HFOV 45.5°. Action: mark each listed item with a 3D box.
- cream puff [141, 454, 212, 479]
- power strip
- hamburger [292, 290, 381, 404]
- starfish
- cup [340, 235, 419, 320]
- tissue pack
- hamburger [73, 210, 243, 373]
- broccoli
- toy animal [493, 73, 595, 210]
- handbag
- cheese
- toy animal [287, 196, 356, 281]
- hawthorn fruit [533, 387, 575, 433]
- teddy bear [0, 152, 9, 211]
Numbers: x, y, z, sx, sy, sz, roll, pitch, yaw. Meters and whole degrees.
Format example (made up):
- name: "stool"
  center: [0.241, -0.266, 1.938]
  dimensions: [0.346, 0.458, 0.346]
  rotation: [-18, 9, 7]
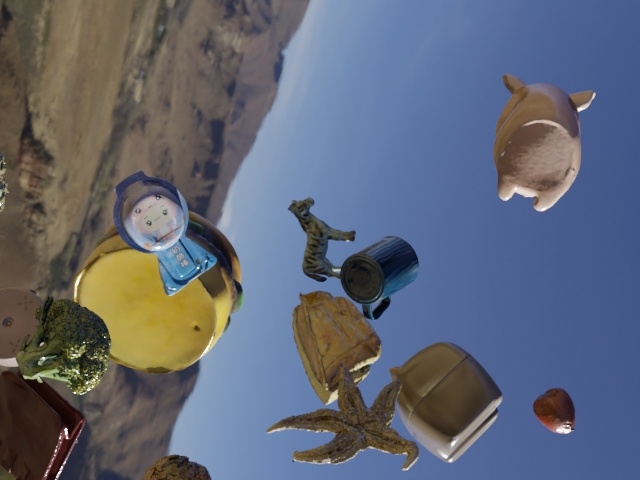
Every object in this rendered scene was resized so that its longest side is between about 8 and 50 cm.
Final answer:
- name: "cream puff"
  center: [-0.256, 0.434, 1.344]
  dimensions: [0.133, 0.119, 0.104]
  rotation: [-13, 127, -52]
- name: "power strip"
  center: [-0.612, 0.170, 1.521]
  dimensions: [0.078, 0.154, 0.154]
  rotation: [111, -7, -67]
- name: "hamburger"
  center: [0.058, 0.295, 2.119]
  dimensions: [0.162, 0.208, 0.330]
  rotation: [104, -25, -43]
- name: "starfish"
  center: [0.065, 0.361, 1.540]
  dimensions: [0.302, 0.299, 0.060]
  rotation: [-57, 152, -57]
- name: "cup"
  center: [0.125, 0.078, 1.555]
  dimensions: [0.113, 0.150, 0.138]
  rotation: [-22, -179, 37]
- name: "tissue pack"
  center: [0.352, 0.453, 2.192]
  dimensions: [0.267, 0.277, 0.387]
  rotation: [-39, 156, -8]
- name: "hamburger"
  center: [-0.379, 0.102, 1.871]
  dimensions: [0.277, 0.395, 0.396]
  rotation: [-75, -171, -61]
- name: "broccoli"
  center: [-0.336, 0.142, 1.003]
  dimensions: [0.130, 0.120, 0.131]
  rotation: [62, -21, 6]
- name: "toy animal"
  center: [0.452, -0.208, 1.566]
  dimensions: [0.256, 0.195, 0.213]
  rotation: [-67, 168, -62]
- name: "handbag"
  center: [-0.760, 0.492, 1.978]
  dimensions: [0.084, 0.260, 0.276]
  rotation: [-18, 138, -63]
- name: "cheese"
  center: [-0.293, -0.018, 1.408]
  dimensions: [0.135, 0.245, 0.052]
  rotation: [-36, -150, -14]
- name: "toy animal"
  center: [0.017, -0.005, 2.127]
  dimensions: [0.090, 0.169, 0.255]
  rotation: [-53, 135, -71]
- name: "hawthorn fruit"
  center: [0.472, 0.343, 1.515]
  dimensions: [0.081, 0.093, 0.081]
  rotation: [-33, 166, -9]
- name: "teddy bear"
  center: [-0.790, -0.188, 1.701]
  dimensions: [0.156, 0.267, 0.256]
  rotation: [-40, 127, -60]
